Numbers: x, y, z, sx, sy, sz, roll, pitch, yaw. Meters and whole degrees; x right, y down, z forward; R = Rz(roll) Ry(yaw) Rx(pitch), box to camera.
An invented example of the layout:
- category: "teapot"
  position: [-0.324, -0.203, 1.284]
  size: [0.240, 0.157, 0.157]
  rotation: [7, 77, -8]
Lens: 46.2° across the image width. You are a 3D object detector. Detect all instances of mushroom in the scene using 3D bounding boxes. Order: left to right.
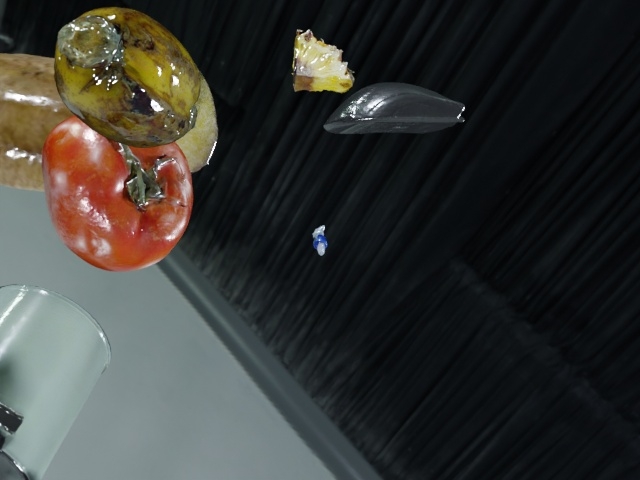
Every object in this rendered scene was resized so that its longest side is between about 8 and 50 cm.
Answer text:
- category: "mushroom"
  position: [-0.476, -0.198, 1.278]
  size: [0.397, 0.224, 0.313]
  rotation: [17, 12, 26]

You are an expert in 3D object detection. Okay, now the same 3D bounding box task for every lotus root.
- category: "lotus root"
  position: [-0.181, -0.152, 0.725]
  size: [0.120, 0.120, 0.209]
  rotation: [45, 2, 20]

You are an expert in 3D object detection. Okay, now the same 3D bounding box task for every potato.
- category: "potato"
  position: [-0.347, -0.270, 1.589]
  size: [0.239, 0.116, 0.299]
  rotation: [-24, 95, -12]

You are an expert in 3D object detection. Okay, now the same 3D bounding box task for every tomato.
- category: "tomato"
  position: [-0.242, -0.055, 0.865]
  size: [0.187, 0.151, 0.187]
  rotation: [12, 75, -53]

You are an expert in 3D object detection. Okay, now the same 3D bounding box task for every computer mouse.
- category: "computer mouse"
  position: [0.135, -0.233, 1.314]
  size: [0.264, 0.088, 0.147]
  rotation: [0, 1, -22]

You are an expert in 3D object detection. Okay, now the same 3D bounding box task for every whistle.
- category: "whistle"
  position: [0.000, 0.000, 1.546]
  size: [0.029, 0.033, 0.083]
  rotation: [32, 28, -29]

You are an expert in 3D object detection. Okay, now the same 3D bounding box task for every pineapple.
- category: "pineapple"
  position: [-0.007, -0.304, 1.323]
  size: [0.137, 0.069, 0.116]
  rotation: [38, 64, 17]

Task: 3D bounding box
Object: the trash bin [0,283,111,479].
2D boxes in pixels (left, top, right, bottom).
- category: "trash bin"
  position: [-0.466, 0.229, 1.114]
  size: [0.217, 0.277, 0.263]
  rotation: [38, 39, -15]
